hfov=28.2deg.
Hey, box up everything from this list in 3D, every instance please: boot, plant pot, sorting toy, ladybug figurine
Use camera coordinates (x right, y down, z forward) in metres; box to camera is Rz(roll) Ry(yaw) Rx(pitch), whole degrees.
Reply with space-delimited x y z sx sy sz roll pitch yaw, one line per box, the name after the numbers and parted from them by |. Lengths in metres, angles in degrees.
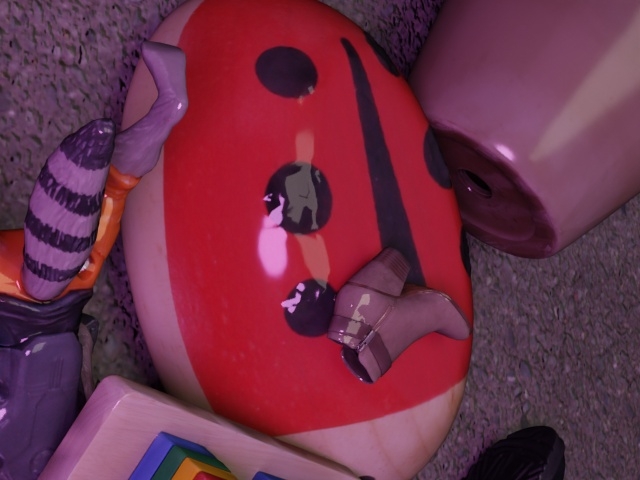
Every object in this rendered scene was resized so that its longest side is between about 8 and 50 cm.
0.053 0.065 0.908 0.118 0.042 0.087 43 65 -28 | boot
0.215 -0.148 1.159 0.280 0.323 0.323 -49 118 -16 | plant pot
0.194 0.325 1.178 0.207 0.094 0.246 49 61 -22 | boot
-0.095 0.248 0.826 0.257 0.089 0.255 32 92 -47 | sorting toy
0.000 0.000 1.002 0.305 0.162 0.449 -22 99 -42 | ladybug figurine

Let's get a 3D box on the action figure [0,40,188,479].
-0.223 0.053 0.741 0.341 0.178 0.330 -15 127 -46 | action figure
